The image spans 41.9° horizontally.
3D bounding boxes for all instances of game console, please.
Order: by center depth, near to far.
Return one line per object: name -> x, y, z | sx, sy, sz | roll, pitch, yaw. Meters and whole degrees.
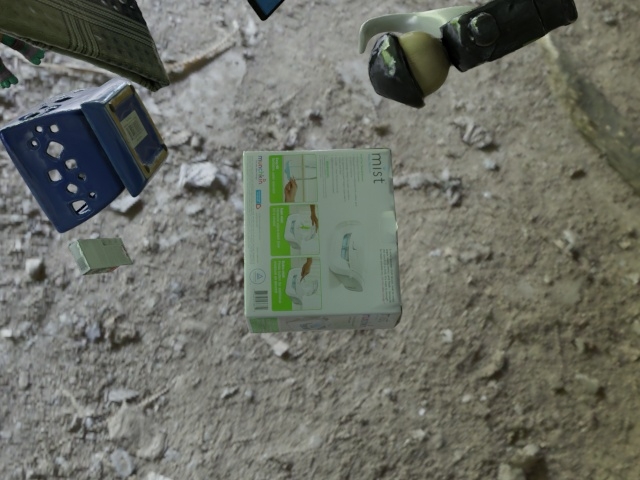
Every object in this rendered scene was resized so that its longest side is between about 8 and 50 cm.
game console -> -0.078, -0.474, 1.547 | 0.071, 0.107, 0.122 | 43, 86, -20

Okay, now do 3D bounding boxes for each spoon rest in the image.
spoon rest -> 0.215, -0.403, 1.639 | 0.277, 0.137, 0.084 | 4, 49, 2

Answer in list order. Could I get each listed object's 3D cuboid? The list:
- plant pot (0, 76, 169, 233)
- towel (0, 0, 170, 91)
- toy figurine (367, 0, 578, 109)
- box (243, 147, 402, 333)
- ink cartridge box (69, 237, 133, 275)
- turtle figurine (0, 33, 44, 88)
plant pot -> -0.446, -0.183, 1.649 | 0.236, 0.212, 0.235 | -75, 143, -64
towel -> -0.332, -0.318, 0.922 | 0.324, 0.056, 0.312 | 11, 49, -58
toy figurine -> 0.064, -0.224, 0.576 | 0.148, 0.213, 0.209 | -24, 56, 12
box -> 0.000, 0.000, 1.276 | 0.231, 0.126, 0.261 | -2, 72, -2
ink cartridge box -> -0.408, 0.029, 1.562 | 0.115, 0.029, 0.062 | -5, 65, -61
turtle figurine -> -0.651, -0.400, 1.644 | 0.175, 0.234, 0.118 | -26, 70, 3
